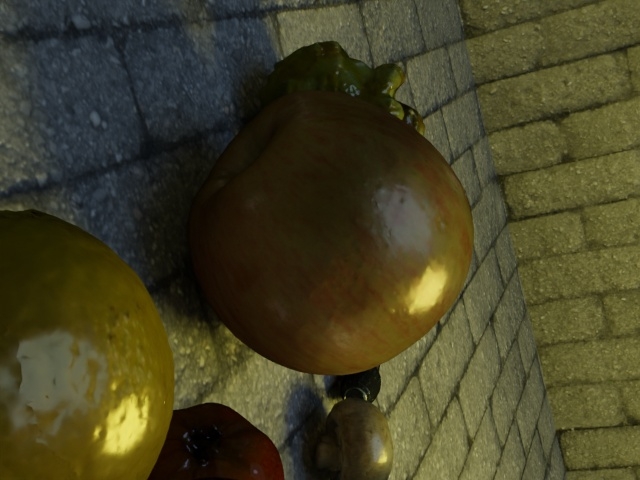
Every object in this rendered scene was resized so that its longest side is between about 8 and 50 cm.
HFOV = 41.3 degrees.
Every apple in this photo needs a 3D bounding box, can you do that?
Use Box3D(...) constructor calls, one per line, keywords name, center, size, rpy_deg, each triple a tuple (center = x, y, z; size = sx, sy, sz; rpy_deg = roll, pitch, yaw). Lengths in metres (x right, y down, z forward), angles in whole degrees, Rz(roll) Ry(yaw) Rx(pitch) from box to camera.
Box3D(name="apple", center=(0.007, -0.012, 1.155), size=(0.346, 0.391, 0.391), rpy_deg=(49, 36, -24))

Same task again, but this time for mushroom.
Box3D(name="mushroom", center=(0.052, 0.340, 1.392), size=(0.166, 0.127, 0.166), rpy_deg=(-173, -90, -79))

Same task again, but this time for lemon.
Box3D(name="lemon", center=(-0.258, 0.113, 0.641), size=(0.297, 0.297, 0.297), rpy_deg=(37, 48, -56))

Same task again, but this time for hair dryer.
Box3D(name="hair dryer", center=(0.052, 0.185, 1.551), size=(0.195, 0.075, 0.219), rpy_deg=(-47, 116, -72))

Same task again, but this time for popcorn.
Box3D(name="popcorn", center=(0.026, -0.206, 1.408), size=(0.276, 0.276, 0.226), rpy_deg=(60, 36, -37))

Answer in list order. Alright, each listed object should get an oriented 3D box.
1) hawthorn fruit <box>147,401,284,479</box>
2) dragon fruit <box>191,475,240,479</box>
Box3D(name="hawthorn fruit", center=(-0.139, 0.301, 0.961), size=(0.196, 0.196, 0.226), rpy_deg=(-59, 160, -55))
Box3D(name="dragon fruit", center=(-0.138, 0.336, 0.777), size=(0.343, 0.100, 0.282), rpy_deg=(-28, 115, -37))
